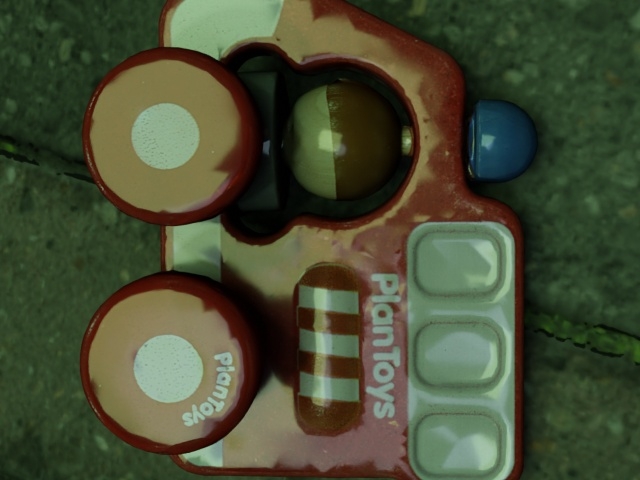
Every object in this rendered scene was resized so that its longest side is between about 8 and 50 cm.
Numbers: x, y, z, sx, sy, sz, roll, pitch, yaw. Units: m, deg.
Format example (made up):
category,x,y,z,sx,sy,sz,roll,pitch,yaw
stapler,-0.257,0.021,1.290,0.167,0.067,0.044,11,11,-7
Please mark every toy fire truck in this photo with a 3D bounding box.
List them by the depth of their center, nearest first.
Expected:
category,x,y,z,sx,sy,sz,roll,pitch,yaw
toy fire truck,0.000,0.000,0.715,0.254,0.169,0.302,1,91,3
